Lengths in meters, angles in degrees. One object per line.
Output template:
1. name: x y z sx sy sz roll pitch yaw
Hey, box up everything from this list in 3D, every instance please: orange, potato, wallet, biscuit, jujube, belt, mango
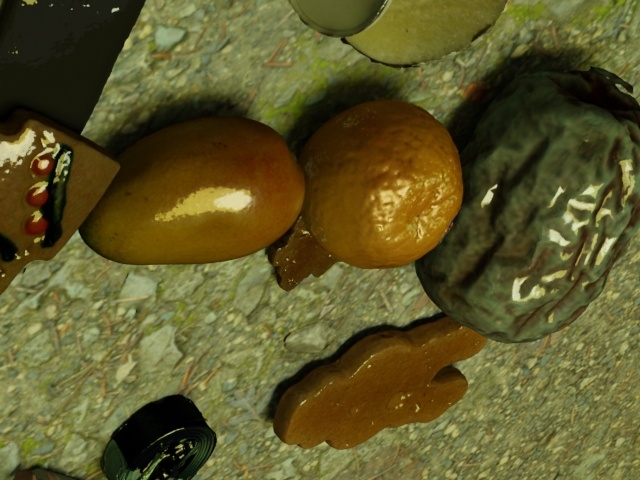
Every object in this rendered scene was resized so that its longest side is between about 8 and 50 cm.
1. orange: 0.060 -0.057 1.836 0.177 0.155 0.178 -32 147 -24
2. potato: 0.064 -0.244 1.668 0.202 0.182 0.117 -20 -177 -11
3. wallet: -0.233 -0.157 1.571 0.124 0.025 0.244 2 130 -40
4. biscuit: 0.000 0.000 1.962 0.130 0.019 0.119 -13 137 -31
5. jujube: 0.240 -0.035 1.986 0.226 0.226 0.317 5 121 -45
6. belt: -0.181 0.238 2.029 0.140 0.058 0.105 -48 141 13
7. mango: -0.119 -0.045 1.719 0.221 0.120 0.152 -7 135 -27
8. biscuit: 0.070 0.173 2.199 0.295 0.044 0.186 -11 133 -36
9. biscuit: -0.317 -0.028 1.584 0.301 0.043 0.278 -21 135 -15

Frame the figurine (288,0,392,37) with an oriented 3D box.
1. figurine: 0.057 -0.306 1.580 0.141 0.166 0.250 -19 131 -55

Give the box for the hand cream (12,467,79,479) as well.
1. hand cream: -0.262 0.293 2.022 0.043 0.067 0.209 -29 146 22
